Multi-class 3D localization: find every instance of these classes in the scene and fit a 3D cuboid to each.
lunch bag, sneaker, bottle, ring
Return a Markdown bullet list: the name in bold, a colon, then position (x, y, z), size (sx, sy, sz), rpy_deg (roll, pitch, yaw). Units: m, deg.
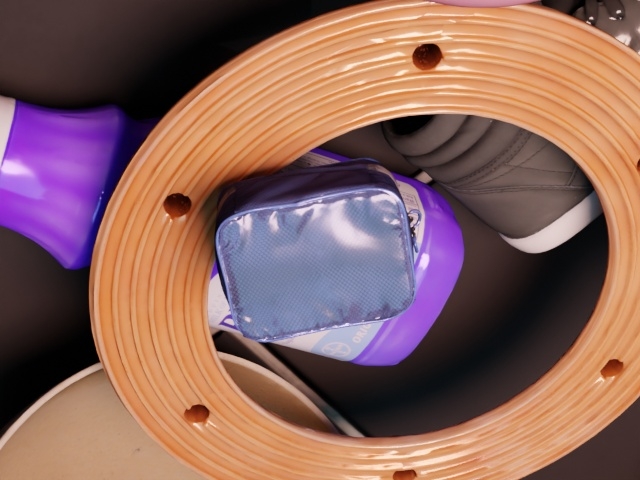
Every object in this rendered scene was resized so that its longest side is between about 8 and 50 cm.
- **lunch bag**: position (0.000, 0.000, 0.530), size (0.098, 0.065, 0.067), rpy_deg (-9, 110, -3)
- **sneaker**: position (0.146, -0.123, 0.599), size (0.147, 0.104, 0.296), rpy_deg (22, 122, -30)
- **bottle**: position (-0.062, -0.011, 0.646), size (0.283, 0.092, 0.118), rpy_deg (17, 121, -22)
- **ring**: position (0.047, 0.022, 0.614), size (0.336, 0.032, 0.337), rpy_deg (-6, 126, -8)

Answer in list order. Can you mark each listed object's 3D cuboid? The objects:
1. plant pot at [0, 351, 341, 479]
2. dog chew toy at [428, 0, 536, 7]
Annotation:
- **plant pot**: position (-0.125, 0.223, 0.719), size (0.284, 0.284, 0.191), rpy_deg (26, 152, -26)
- **dog chew toy**: position (0.015, -0.249, 0.434), size (0.332, 0.206, 0.206), rpy_deg (43, 109, -15)
